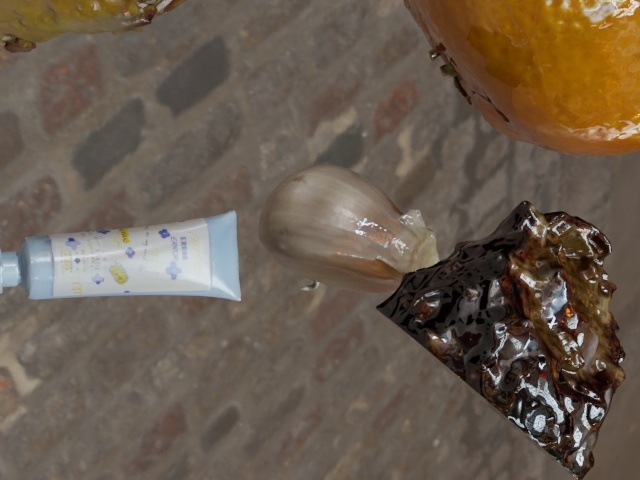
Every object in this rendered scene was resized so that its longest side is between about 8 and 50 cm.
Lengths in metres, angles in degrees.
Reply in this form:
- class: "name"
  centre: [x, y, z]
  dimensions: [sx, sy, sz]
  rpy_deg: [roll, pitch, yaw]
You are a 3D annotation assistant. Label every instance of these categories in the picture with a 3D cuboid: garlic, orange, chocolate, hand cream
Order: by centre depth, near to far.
- class: "hand cream"
  centre: [-0.139, 0.015, 0.763]
  dimensions: [0.171, 0.043, 0.065]
  rpy_deg: [-3, 92, -16]
- class: "chocolate"
  centre: [0.185, 0.063, 0.920]
  dimensions: [0.177, 0.206, 0.224]
  rpy_deg: [-51, 133, -1]
- class: "garlic"
  centre: [-0.003, -0.003, 1.132]
  dimensions: [0.128, 0.266, 0.148]
  rpy_deg: [-19, 99, -23]
- class: "orange"
  centre: [0.249, -0.278, 1.137]
  dimensions: [0.326, 0.424, 0.424]
  rpy_deg: [-33, 149, 12]

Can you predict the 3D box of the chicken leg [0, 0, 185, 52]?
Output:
- class: "chicken leg"
  centre: [-0.284, -0.240, 0.857]
  dimensions: [0.409, 0.295, 0.182]
  rpy_deg: [0, 75, -46]
